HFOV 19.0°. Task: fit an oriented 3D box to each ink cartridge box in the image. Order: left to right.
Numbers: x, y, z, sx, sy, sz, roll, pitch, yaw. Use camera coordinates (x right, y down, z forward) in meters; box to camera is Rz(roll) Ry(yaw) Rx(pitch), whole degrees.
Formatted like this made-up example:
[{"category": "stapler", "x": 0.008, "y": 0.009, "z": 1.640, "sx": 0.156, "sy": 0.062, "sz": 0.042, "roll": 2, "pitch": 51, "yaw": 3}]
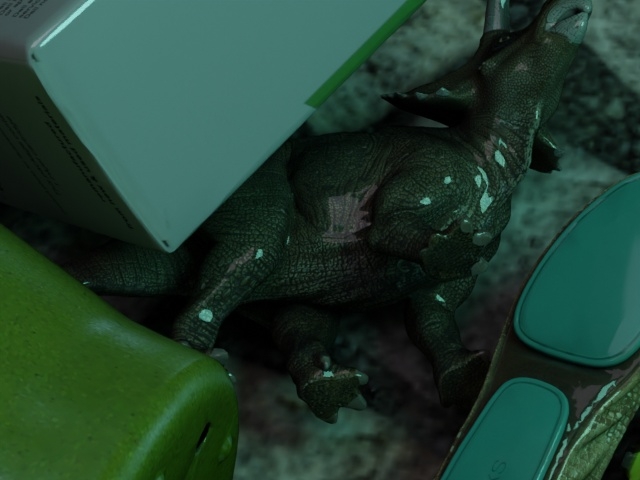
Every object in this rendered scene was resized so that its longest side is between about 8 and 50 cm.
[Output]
[{"category": "ink cartridge box", "x": -0.107, "y": -0.120, "z": 0.902, "sx": 0.201, "sy": 0.117, "sz": 0.278, "roll": -46, "pitch": 33, "yaw": -21}]

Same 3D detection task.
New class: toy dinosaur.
[{"category": "toy dinosaur", "x": 0.000, "y": 0.000, "z": 0.875, "sx": 0.313, "sy": 0.121, "sz": 0.160, "roll": -22, "pitch": 36, "yaw": 8}]

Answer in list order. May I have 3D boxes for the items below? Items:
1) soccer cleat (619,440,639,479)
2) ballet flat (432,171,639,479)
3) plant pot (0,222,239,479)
[{"category": "soccer cleat", "x": 0.146, "y": 0.124, "z": 0.776, "sx": 0.072, "sy": 0.060, "sz": 0.179, "roll": 25, "pitch": 64, "yaw": 9}, {"category": "ballet flat", "x": 0.105, "y": 0.064, "z": 0.809, "sx": 0.073, "sy": 0.067, "sz": 0.206, "roll": 25, "pitch": 72, "yaw": 32}, {"category": "plant pot", "x": -0.232, "y": 0.096, "z": 0.714, "sx": 0.353, "sy": 0.366, "sz": 0.366, "roll": 20, "pitch": 60, "yaw": 11}]
